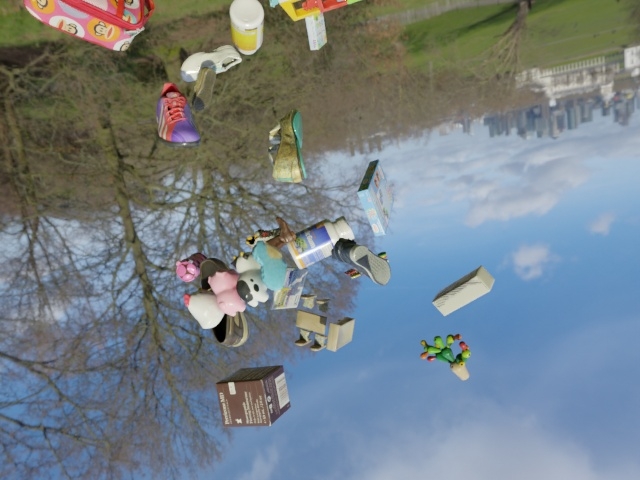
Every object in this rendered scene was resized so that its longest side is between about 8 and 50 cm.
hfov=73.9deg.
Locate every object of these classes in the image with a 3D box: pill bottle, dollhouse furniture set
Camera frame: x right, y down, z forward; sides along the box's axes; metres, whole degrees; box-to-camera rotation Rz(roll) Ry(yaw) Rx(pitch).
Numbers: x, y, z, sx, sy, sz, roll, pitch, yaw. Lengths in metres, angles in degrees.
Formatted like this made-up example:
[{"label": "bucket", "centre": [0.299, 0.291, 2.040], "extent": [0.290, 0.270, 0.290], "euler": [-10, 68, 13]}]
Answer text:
[{"label": "pill bottle", "centre": [0.000, 0.000, 1.826], "extent": [0.272, 0.152, 0.152], "euler": [-27, -167, 0]}, {"label": "dollhouse furniture set", "centre": [-0.004, 0.356, 1.767], "extent": [0.242, 0.212, 0.161], "euler": [11, -173, 27]}, {"label": "pill bottle", "centre": [-0.266, -0.769, 1.544], "extent": [0.117, 0.117, 0.215], "euler": [-13, 176, -10]}]

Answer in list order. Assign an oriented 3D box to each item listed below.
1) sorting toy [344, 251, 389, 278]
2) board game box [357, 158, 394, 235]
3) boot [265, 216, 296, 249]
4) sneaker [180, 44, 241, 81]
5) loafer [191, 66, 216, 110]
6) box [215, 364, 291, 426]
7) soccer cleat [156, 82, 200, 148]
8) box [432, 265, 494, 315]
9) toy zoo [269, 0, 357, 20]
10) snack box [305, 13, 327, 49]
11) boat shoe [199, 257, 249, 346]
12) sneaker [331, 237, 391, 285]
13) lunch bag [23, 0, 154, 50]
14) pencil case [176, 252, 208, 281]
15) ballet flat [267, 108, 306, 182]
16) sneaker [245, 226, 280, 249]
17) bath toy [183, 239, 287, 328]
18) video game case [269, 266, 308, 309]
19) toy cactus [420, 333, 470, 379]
[{"label": "sorting toy", "centre": [0.252, 0.138, 2.141], "extent": [0.274, 0.046, 0.132], "euler": [-26, -164, -23]}, {"label": "board game box", "centre": [0.178, -0.137, 1.332], "extent": [0.039, 0.160, 0.211], "euler": [-12, -151, 27]}, {"label": "boot", "centre": [-0.157, -0.018, 1.484], "extent": [0.114, 0.106, 0.037], "euler": [-37, 169, -25]}, {"label": "sneaker", "centre": [-0.369, -0.593, 1.442], "extent": [0.212, 0.080, 0.094], "euler": [-31, -125, -12]}, {"label": "loafer", "centre": [-0.380, -0.491, 1.377], "extent": [0.056, 0.148, 0.050], "euler": [2, -142, -48]}, {"label": "box", "centre": [-0.245, 0.572, 1.572], "extent": [0.203, 0.168, 0.167], "euler": [-12, 179, 22]}, {"label": "soccer cleat", "centre": [-0.408, -0.351, 1.198], "extent": [0.108, 0.116, 0.318], "euler": [-5, -147, -24]}, {"label": "box", "centre": [0.654, 0.234, 1.960], "extent": [0.275, 0.094, 0.113], "euler": [-45, 176, 40]}, {"label": "toy zoo", "centre": [-0.012, -0.745, 1.251], "extent": [0.293, 0.030, 0.192], "euler": [-11, 170, 12]}, {"label": "snack box", "centre": [-0.017, -0.810, 1.611], "extent": [0.037, 0.141, 0.100], "euler": [8, -138, 22]}, {"label": "boat shoe", "centre": [-0.371, 0.221, 1.574], "extent": [0.132, 0.355, 0.130], "euler": [-31, 163, 16]}, {"label": "sneaker", "centre": [0.137, 0.070, 1.489], "extent": [0.163, 0.226, 0.086], "euler": [16, -111, 52]}, {"label": "lunch bag", "centre": [-0.511, -0.586, 0.977], "extent": [0.258, 0.293, 0.120], "euler": [11, 150, -42]}, {"label": "pencil case", "centre": [-0.558, 0.108, 1.860], "extent": [0.095, 0.098, 0.209], "euler": [-53, -175, 5]}, {"label": "ballet flat", "centre": [-0.111, -0.307, 1.355], "extent": [0.123, 0.123, 0.348], "euler": [-9, -133, 5]}, {"label": "sneaker", "centre": [-0.246, -0.007, 1.897], "extent": [0.225, 0.093, 0.088], "euler": [-25, -143, 33]}, {"label": "bath toy", "centre": [-0.255, 0.128, 1.202], "extent": [0.348, 0.129, 0.151], "euler": [-32, -145, 29]}, {"label": "video game case", "centre": [-0.154, 0.233, 2.095], "extent": [0.023, 0.212, 0.193], "euler": [22, -171, 35]}, {"label": "toy cactus", "centre": [0.444, 0.406, 1.454], "extent": [0.112, 0.180, 0.219], "euler": [-43, -171, -36]}]
